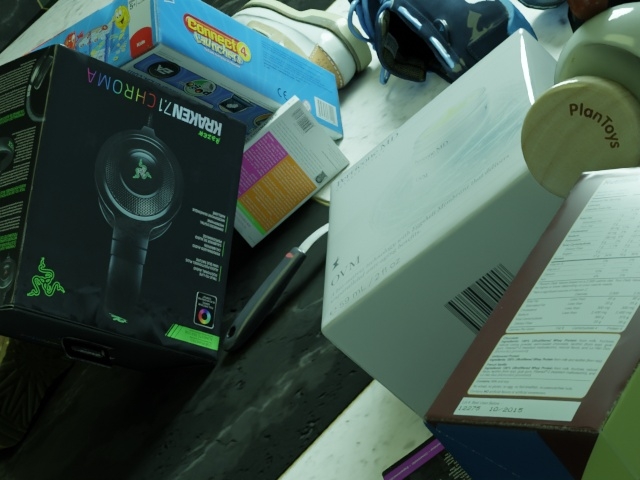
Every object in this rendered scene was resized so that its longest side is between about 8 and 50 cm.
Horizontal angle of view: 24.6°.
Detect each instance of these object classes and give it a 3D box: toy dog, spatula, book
[{"bbox_3d":[0.282,-0.145,0.966,0.334,0.161,0.220,-18,10,8],"label":"toy dog"},{"bbox_3d":[0.000,0.000,1.486,0.296,0.030,0.084,-46,24,-12],"label":"spatula"},{"bbox_3d":[-0.052,-0.076,1.606,0.144,0.096,0.035,-40,25,0],"label":"book"}]

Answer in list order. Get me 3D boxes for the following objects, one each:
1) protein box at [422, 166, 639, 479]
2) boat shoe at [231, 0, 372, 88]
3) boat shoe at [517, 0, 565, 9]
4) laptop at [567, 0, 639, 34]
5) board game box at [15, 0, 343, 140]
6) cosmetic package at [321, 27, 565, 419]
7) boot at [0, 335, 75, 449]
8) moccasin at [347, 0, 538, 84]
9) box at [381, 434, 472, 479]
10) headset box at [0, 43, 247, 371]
[{"bbox_3d":[0.205,0.092,0.841,0.136,0.200,0.201,-4,43,53],"label":"protein box"},{"bbox_3d":[-0.061,-0.235,1.865,0.103,0.113,0.302,-43,25,-19],"label":"boat shoe"},{"bbox_3d":[0.322,-0.364,1.528,0.319,0.116,0.099,-44,12,10],"label":"boat shoe"},{"bbox_3d":[0.403,-0.287,1.278,0.382,0.236,0.408,-88,9,-59],"label":"laptop"},{"bbox_3d":[-0.187,-0.145,1.665,0.302,0.308,0.086,-23,61,32],"label":"board game box"},{"bbox_3d":[0.126,-0.015,1.173,0.224,0.138,0.224,-39,22,23],"label":"cosmetic package"},{"bbox_3d":[-0.418,0.165,1.733,0.269,0.089,0.236,-17,33,43],"label":"boot"},{"bbox_3d":[0.100,-0.239,1.622,0.117,0.138,0.342,-47,24,-5],"label":"moccasin"},{"bbox_3d":[0.110,0.181,1.033,0.116,0.029,0.162,-37,24,8],"label":"box"},{"bbox_3d":[-0.220,-0.014,1.467,0.131,0.246,0.283,-11,65,46],"label":"headset box"}]
